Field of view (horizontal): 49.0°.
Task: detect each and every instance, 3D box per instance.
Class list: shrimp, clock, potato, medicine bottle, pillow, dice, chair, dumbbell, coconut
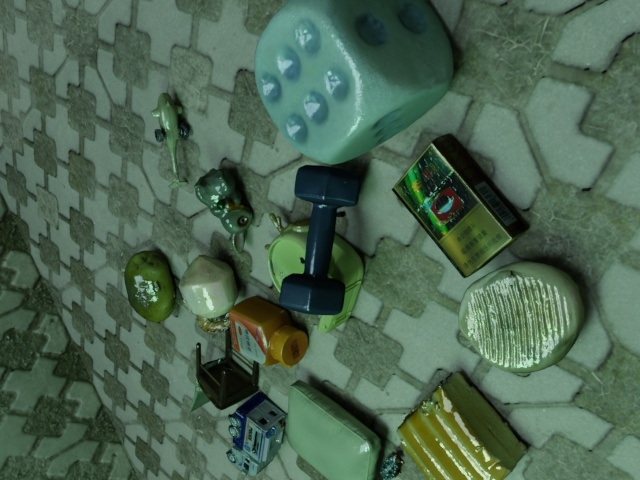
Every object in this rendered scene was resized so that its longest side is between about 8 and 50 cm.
[{"bbox_3d":[-0.324,0.193,2.175,0.147,0.035,0.195,1,93,34],"label":"shrimp"},{"bbox_3d":[-0.039,0.064,1.747,0.308,0.096,0.235,39,136,28],"label":"clock"},{"bbox_3d":[-0.575,0.158,2.358,0.197,0.148,0.228,28,129,17],"label":"potato"},{"bbox_3d":[-0.147,0.264,1.966,0.222,0.112,0.149,19,124,41],"label":"medicine bottle"},{"bbox_3d":[0.030,0.554,1.927,0.322,0.119,0.255,30,131,37],"label":"pillow"},{"bbox_3d":[0.059,-0.317,1.288,0.265,0.262,0.268,59,141,4],"label":"dice"},{"bbox_3d":[-0.309,0.458,2.224,0.186,0.160,0.319,35,130,33],"label":"chair"},{"bbox_3d":[0.000,0.000,1.541,0.160,0.144,0.325,11,95,35],"label":"dumbbell"},{"bbox_3d":[-0.331,0.130,2.051,0.171,0.171,0.183,-2,113,48],"label":"coconut"}]

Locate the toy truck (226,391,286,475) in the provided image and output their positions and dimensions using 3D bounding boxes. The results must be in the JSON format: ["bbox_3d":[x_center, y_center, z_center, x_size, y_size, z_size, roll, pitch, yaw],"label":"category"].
[{"bbox_3d":[-0.201,0.630,2.229,0.155,0.124,0.268,30,130,28],"label":"toy truck"}]

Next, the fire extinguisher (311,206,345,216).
[{"bbox_3d":[0.028,-0.073,1.655,0.046,0.032,0.100,38,148,-25],"label":"fire extinguisher"}]

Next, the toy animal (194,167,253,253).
[{"bbox_3d":[-0.241,-0.087,1.901,0.108,0.138,0.236,-27,118,14],"label":"toy animal"}]

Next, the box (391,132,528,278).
[{"bbox_3d":[0.265,-0.065,1.357,0.240,0.071,0.159,52,143,13],"label":"box"}]

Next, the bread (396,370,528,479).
[{"bbox_3d":[0.305,0.446,1.572,0.246,0.111,0.239,49,136,20],"label":"bread"}]

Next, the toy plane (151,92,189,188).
[{"bbox_3d":[-0.424,-0.279,1.992,0.108,0.092,0.286,-141,41,-58],"label":"toy plane"}]

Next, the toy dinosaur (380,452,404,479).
[{"bbox_3d":[0.182,0.603,1.842,0.049,0.055,0.154,35,131,25],"label":"toy dinosaur"}]

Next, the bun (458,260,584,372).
[{"bbox_3d":[0.378,0.139,1.312,0.237,0.116,0.210,-19,94,36],"label":"bun"}]
